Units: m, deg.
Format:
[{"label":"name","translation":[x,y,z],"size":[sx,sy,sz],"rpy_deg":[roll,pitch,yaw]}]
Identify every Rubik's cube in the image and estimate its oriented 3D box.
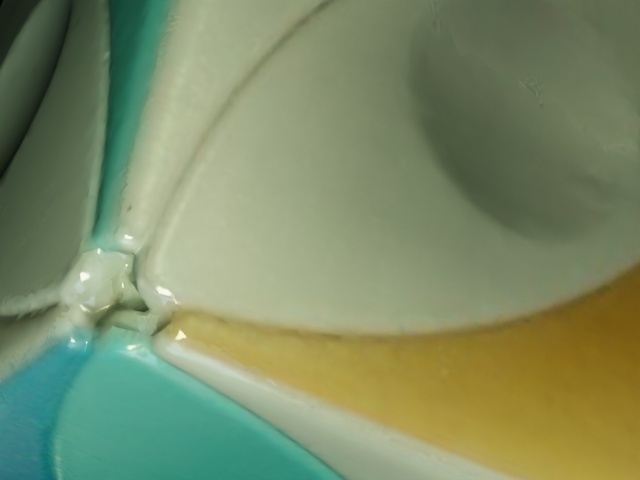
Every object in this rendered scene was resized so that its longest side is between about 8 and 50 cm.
[{"label":"Rubik's cube","translation":[0.000,0.000,0.839],"size":[0.347,0.352,0.351],"rpy_deg":[25,151,-22]}]
